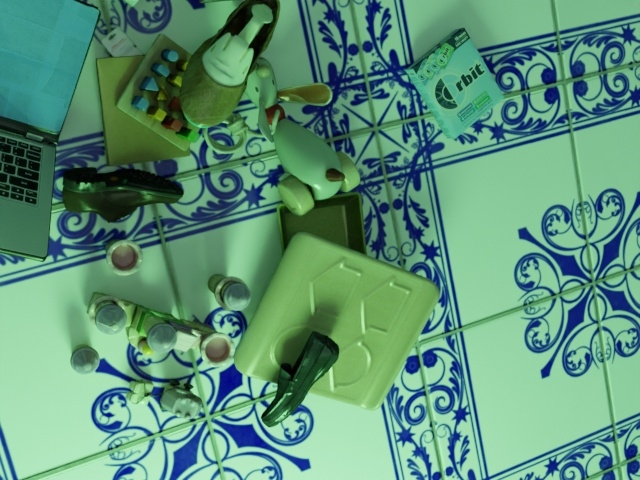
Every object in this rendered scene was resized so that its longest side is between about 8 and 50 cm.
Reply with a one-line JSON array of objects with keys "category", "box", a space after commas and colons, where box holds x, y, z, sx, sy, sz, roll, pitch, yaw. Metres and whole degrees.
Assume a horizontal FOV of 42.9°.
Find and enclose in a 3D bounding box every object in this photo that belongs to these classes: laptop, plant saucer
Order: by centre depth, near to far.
[{"category": "laptop", "box": [-0.585, -0.229, 1.317, 0.382, 0.236, 0.407, 15, 50, -30]}, {"category": "plant saucer", "box": [0.000, 0.000, 1.712, 0.188, 0.045, 0.188, -10, 101, -20]}]

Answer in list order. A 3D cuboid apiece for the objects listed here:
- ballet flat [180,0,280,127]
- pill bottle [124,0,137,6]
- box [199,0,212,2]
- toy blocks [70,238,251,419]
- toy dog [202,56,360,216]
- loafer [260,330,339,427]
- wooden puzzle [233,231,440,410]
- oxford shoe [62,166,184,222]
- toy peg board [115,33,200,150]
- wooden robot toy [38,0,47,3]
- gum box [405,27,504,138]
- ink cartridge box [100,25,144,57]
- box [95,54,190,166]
[{"category": "ballet flat", "box": [-0.151, -0.347, 1.480, 0.116, 0.124, 0.342, 36, 48, -11]}, {"category": "pill bottle", "box": [-0.396, -0.529, 1.441, 0.229, 0.131, 0.131, 37, 83, -21]}, {"category": "box", "box": [-0.171, -0.519, 1.510, 0.091, 0.170, 0.130, -12, 101, -21]}, {"category": "toy blocks", "box": [-0.295, 0.183, 1.504, 0.289, 0.260, 0.308, 20, 89, -23]}, {"category": "toy dog", "box": [-0.046, -0.201, 1.582, 0.334, 0.161, 0.220, 39, 72, -15]}, {"category": "loafer", "box": [-0.053, 0.277, 1.635, 0.078, 0.076, 0.223, 37, 99, -10]}, {"category": "wooden puzzle", "box": [0.032, 0.169, 1.700, 0.348, 0.080, 0.322, 22, 102, -22]}, {"category": "oxford shoe", "box": [-0.375, -0.083, 1.548, 0.227, 0.083, 0.096, 1, 119, -23]}, {"category": "toy peg board", "box": [-0.263, -0.272, 1.514, 0.161, 0.079, 0.161, 33, 84, -33]}, {"category": "wooden robot toy", "box": [-0.502, -0.419, 1.442, 0.076, 0.079, 0.173, -15, 102, -19]}, {"category": "gum box", "box": [0.296, -0.343, 1.786, 0.157, 0.041, 0.184, -40, 110, -12]}, {"category": "ink cartridge box", "box": [-0.370, -0.354, 1.529, 0.048, 0.028, 0.083, -45, 111, -13]}, {"category": "box", "box": [-0.333, -0.249, 1.539, 0.165, 0.021, 0.201, -11, 108, -28]}]
